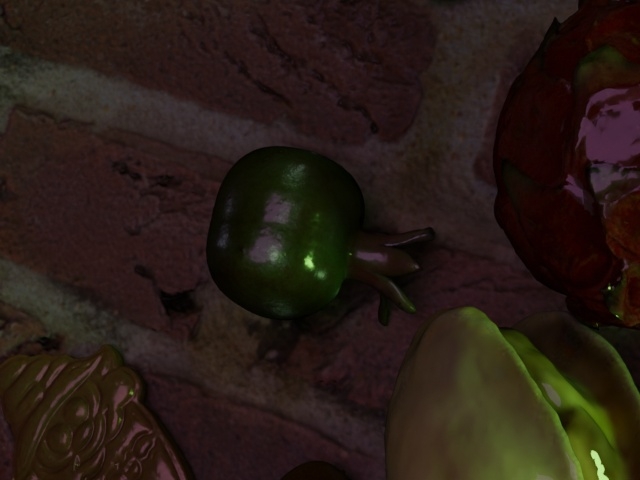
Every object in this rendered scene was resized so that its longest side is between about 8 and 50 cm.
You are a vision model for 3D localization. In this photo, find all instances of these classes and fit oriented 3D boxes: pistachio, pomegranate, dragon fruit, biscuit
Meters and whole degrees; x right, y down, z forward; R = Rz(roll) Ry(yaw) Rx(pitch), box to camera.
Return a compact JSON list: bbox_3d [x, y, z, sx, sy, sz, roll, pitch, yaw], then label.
[{"bbox_3d":[0.156,0.199,1.147,0.238,0.229,0.321,-42,50,46],"label":"pistachio"},{"bbox_3d":[0.000,0.000,1.320,0.191,0.131,0.152,12,76,3],"label":"pomegranate"},{"bbox_3d":[0.251,-0.070,1.162,0.244,0.244,0.299,-5,61,23],"label":"dragon fruit"},{"bbox_3d":[-0.215,0.179,1.419,0.250,0.035,0.162,26,93,25],"label":"biscuit"}]

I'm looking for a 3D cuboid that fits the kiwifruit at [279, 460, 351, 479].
[{"bbox_3d":[-0.019,0.242,1.293,0.075,0.075,0.124,38,91,26],"label":"kiwifruit"}]
